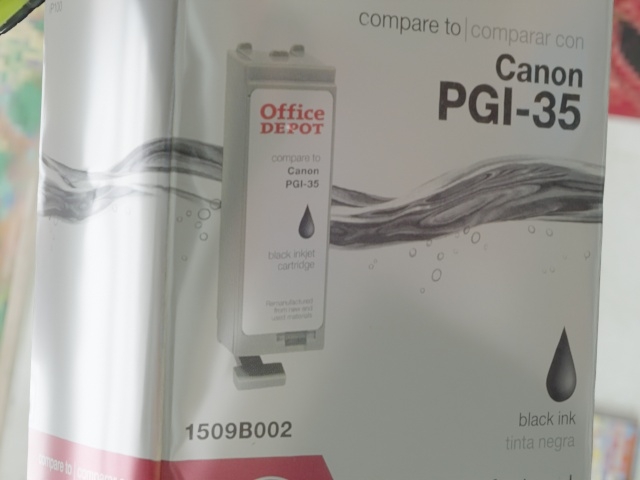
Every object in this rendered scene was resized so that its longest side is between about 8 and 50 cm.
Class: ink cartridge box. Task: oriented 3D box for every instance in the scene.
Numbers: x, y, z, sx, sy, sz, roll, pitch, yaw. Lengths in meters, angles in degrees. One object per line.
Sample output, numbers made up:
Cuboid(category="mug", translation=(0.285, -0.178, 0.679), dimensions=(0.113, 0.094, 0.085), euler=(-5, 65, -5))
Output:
Cuboid(category="ink cartridge box", translation=(0.000, 0.000, 0.719), dimensions=(0.207, 0.283, 0.117), euler=(2, -179, -32))

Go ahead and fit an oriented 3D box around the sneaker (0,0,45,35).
Cuboid(category="sneaker", translation=(-0.207, -0.130, 0.618), dimensions=(0.300, 0.121, 0.111), euler=(12, -138, 26))
